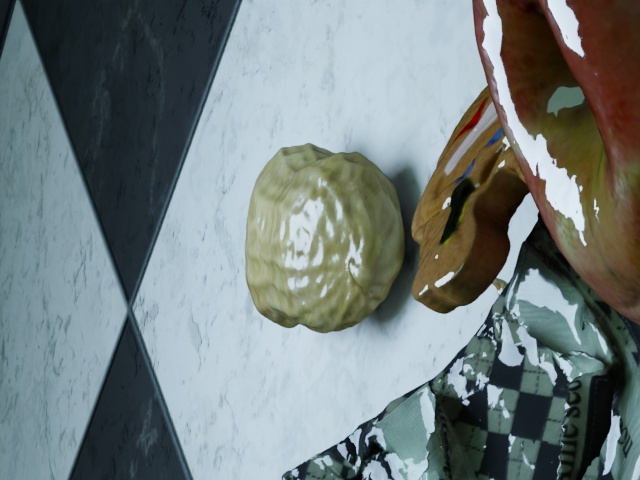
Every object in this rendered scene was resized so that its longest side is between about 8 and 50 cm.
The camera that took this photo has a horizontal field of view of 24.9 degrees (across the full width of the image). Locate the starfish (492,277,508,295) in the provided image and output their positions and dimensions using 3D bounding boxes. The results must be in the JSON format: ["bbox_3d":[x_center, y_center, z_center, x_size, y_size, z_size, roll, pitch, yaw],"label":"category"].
[{"bbox_3d":[0.175,0.116,1.190,0.138,0.050,0.247,1,77,62],"label":"starfish"}]

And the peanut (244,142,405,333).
[{"bbox_3d":[0.000,0.000,1.482,0.233,0.110,0.196,13,96,64],"label":"peanut"}]

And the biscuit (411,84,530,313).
[{"bbox_3d":[0.137,-0.068,1.124,0.202,0.047,0.334,-50,8,19],"label":"biscuit"}]

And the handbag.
[{"bbox_3d":[0.164,0.140,1.029,0.416,0.180,0.317,-54,34,22],"label":"handbag"}]

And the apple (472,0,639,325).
[{"bbox_3d":[0.253,-0.121,0.718,0.364,0.364,0.364,-21,66,60],"label":"apple"}]
